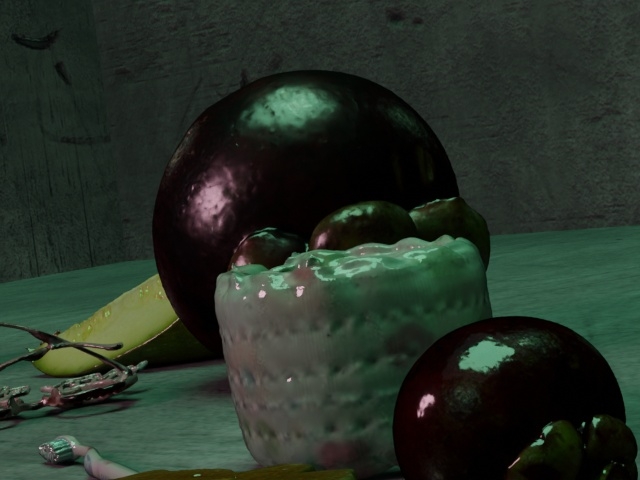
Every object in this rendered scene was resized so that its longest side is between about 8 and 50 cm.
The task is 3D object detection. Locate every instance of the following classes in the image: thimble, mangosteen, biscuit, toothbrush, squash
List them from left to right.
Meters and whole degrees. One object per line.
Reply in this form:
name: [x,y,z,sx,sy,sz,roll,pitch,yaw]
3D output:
toothbrush: [-0.155,0.162,1.185,0.027,0.021,0.269,-23,9,-24]
squash: [-0.211,0.090,1.824,0.252,0.093,0.169,-7,-41,-4]
biscuit: [-0.081,0.159,0.955,0.225,0.036,0.166,-8,1,44]
mangosteen: [0.000,0.000,1.574,0.307,0.306,0.347,-9,30,-22]
thimble: [0.023,0.079,1.152,0.185,0.149,0.211,-11,4,-27]
mangosteen: [0.109,0.104,0.853,0.140,0.140,0.140,-7,3,0]

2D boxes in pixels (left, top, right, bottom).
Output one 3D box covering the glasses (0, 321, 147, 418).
glasses: [-0.290,0.123,1.587,0.255,0.095,0.162,-6,-5,-12]
